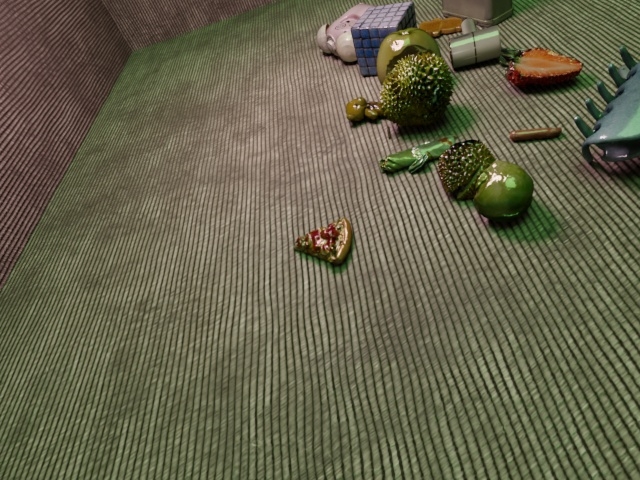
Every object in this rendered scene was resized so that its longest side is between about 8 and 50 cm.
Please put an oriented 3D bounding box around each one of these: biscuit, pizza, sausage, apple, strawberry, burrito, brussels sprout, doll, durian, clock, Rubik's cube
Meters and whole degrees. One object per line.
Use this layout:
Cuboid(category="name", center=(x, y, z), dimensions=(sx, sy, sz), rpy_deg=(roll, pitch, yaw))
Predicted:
Cuboid(category="biscuit", center=(0.601, -1.059, 2.159), dimensions=(0.226, 0.036, 0.165), rpy_deg=(-2, 48, 16))
Cuboid(category="pizza", center=(0.000, 0.000, 1.372), dimensions=(0.199, 0.062, 0.188), rpy_deg=(-8, 44, 16))
Cuboid(category="sausage", center=(0.714, -0.355, 1.443), dimensions=(0.158, 0.036, 0.041), rpy_deg=(-2, 59, 19))
Cuboid(category="apple", center=(0.368, -0.737, 1.805), dimensions=(0.280, 0.279, 0.279), rpy_deg=(-11, 45, 12))
Cuboid(category="strawberry", center=(0.809, -0.631, 1.627), dimensions=(0.286, 0.106, 0.188), rpy_deg=(21, 62, 21))
Cuboid(category="burrito", center=(0.349, -0.291, 1.518), dimensions=(0.288, 0.054, 0.104), rpy_deg=(-16, 46, 5))
Cuboid(category="brussels sprout", center=(0.529, -0.138, 1.237), dimensions=(0.146, 0.131, 0.183), rpy_deg=(18, 76, 43))
Cuboid(category="doll", center=(0.205, -0.554, 1.797), dimensions=(0.210, 0.097, 0.137), rpy_deg=(-4, 41, 11))
Cuboid(category="durian", center=(0.366, -0.548, 1.611), dimensions=(0.291, 0.291, 0.224), rpy_deg=(-30, 41, -7))
Cuboid(category="clock", center=(0.173, -1.072, 2.255), dimensions=(0.326, 0.184, 0.342), rpy_deg=(-36, 40, -7))
Cuboid(category="durian", center=(0.465, -0.256, 1.375), dimensions=(0.194, 0.137, 0.237), rpy_deg=(-11, 45, 12))
Cuboid(category="Rubik's cube", center=(0.306, -0.924, 2.006), dimensions=(0.237, 0.237, 0.238), rpy_deg=(10, 53, 28))

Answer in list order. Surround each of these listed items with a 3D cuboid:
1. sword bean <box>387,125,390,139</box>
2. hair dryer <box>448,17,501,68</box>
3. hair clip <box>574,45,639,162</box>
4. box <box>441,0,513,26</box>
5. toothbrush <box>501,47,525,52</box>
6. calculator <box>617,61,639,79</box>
Cuboid(category="sword bean", center=(0.267, -0.423, 1.703), dimensions=(0.012, 0.012, 0.083), rpy_deg=(-9, 46, 14))
Cuboid(category="hair dryer", center=(0.665, -0.899, 1.914), dimensions=(0.204, 0.128, 0.361), rpy_deg=(-8, 44, 20))
Cuboid(category="hair clip", center=(0.883, -0.356, 1.175), dimensions=(0.318, 0.392, 0.238), rpy_deg=(-58, 36, 1))
Cuboid(category="box", center=(0.729, -1.238, 2.059), dimensions=(0.178, 0.343, 0.352), rpy_deg=(-34, 46, -7))
Cuboid(category="toothbrush", center=(0.783, -0.821, 1.875), dimensions=(0.195, 0.014, 0.017), rpy_deg=(23, 63, 36))
Cuboid(category="calculator", center=(1.137, -0.567, 1.467), dimensions=(0.246, 0.045, 0.141), rpy_deg=(-9, 46, 14))
